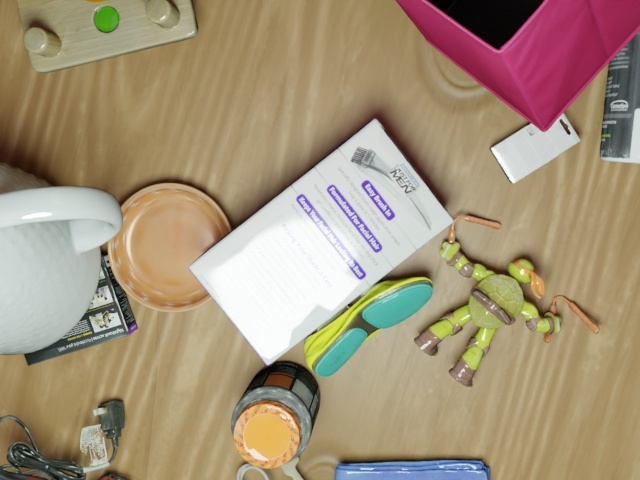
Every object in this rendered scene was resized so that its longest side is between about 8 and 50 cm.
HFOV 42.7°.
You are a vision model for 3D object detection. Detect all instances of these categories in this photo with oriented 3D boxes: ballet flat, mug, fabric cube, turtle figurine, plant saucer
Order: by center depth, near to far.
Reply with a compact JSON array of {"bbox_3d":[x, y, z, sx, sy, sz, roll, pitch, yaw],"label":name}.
[{"bbox_3d":[0.252,-0.340,1.025,0.259,0.258,0.254,-49,60,8],"label":"fabric cube"},{"bbox_3d":[-0.451,0.001,1.106,0.374,0.328,0.276,-15,78,8],"label":"mug"},{"bbox_3d":[0.257,0.110,1.204,0.269,0.087,0.217,38,98,0],"label":"turtle figurine"},{"bbox_3d":[0.063,0.111,1.230,0.231,0.077,0.077,-40,133,14],"label":"ballet flat"},{"bbox_3d":[-0.227,0.010,1.266,0.199,0.037,0.200,1,96,6],"label":"plant saucer"}]

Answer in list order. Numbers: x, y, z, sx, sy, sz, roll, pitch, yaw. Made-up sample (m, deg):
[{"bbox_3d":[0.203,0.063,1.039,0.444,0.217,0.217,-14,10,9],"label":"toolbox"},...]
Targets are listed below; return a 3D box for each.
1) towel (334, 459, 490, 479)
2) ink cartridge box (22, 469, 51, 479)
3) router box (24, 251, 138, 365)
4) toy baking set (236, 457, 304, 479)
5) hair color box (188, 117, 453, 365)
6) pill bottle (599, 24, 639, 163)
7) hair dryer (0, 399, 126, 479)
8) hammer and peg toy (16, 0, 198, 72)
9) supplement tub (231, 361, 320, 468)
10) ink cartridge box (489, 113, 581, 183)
[{"bbox_3d":[0.142,0.505,1.242,0.243,0.040,0.336,-1,84,1],"label":"towel"},{"bbox_3d":[-0.513,0.443,1.259,0.148,0.203,0.086,-15,97,7],"label":"ink cartridge box"},{"bbox_3d":[-0.395,0.108,1.288,0.178,0.046,0.133,-17,95,7],"label":"router box"},{"bbox_3d":[-0.070,0.445,1.246,0.196,0.030,0.256,26,79,18],"label":"toy baking set"},{"bbox_3d":[0.000,0.000,1.189,0.338,0.110,0.185,-38,95,4],"label":"hair color box"},{"bbox_3d":[0.462,-0.228,1.125,0.130,0.130,0.246,4,97,5],"label":"pill bottle"},{"bbox_3d":[-0.395,0.399,1.258,0.223,0.080,0.294,-6,86,-36],"label":"hair dryer"},{"bbox_3d":[-0.271,-0.409,1.178,0.361,0.127,0.266,-13,93,7],"label":"hammer and peg toy"},{"bbox_3d":[-0.065,0.255,1.200,0.117,0.190,0.117,1,97,6],"label":"supplement tub"},{"bbox_3d":[0.313,-0.140,1.201,0.115,0.029,0.063,-32,92,7],"label":"ink cartridge box"}]
